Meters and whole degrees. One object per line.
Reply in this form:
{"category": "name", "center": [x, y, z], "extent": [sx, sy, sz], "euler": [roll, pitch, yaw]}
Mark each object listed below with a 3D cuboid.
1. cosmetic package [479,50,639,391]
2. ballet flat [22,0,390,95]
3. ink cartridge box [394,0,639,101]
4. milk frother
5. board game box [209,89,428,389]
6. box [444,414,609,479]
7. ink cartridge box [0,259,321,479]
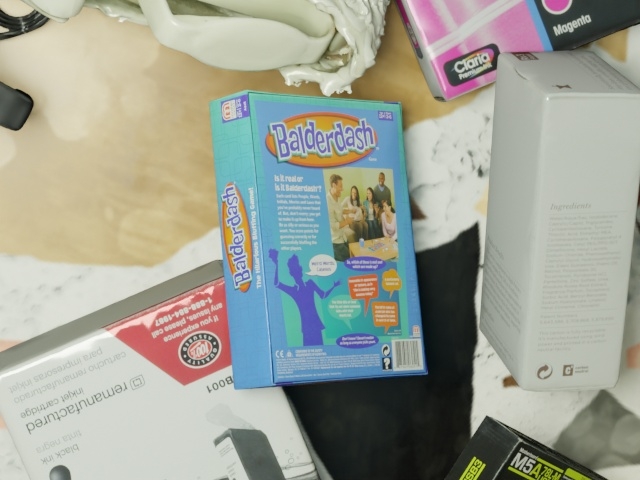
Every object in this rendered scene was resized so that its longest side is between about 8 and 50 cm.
{"category": "cosmetic package", "center": [0.178, -0.016, 1.358], "extent": [0.085, 0.117, 0.231], "euler": [-2, 113, -13]}
{"category": "ballet flat", "center": [-0.129, -0.201, 1.274], "extent": [0.408, 0.147, 0.147], "euler": [14, 94, -21]}
{"category": "ink cartridge box", "center": [0.102, -0.306, 1.377], "extent": [0.175, 0.069, 0.371], "euler": [-23, 96, -3]}
{"category": "milk frother", "center": [-0.258, -0.153, 1.312], "extent": [0.129, 0.135, 0.143], "euler": [9, 95, -8]}
{"category": "board game box", "center": [0.000, 0.000, 1.340], "extent": [0.160, 0.047, 0.210], "euler": [1, 82, -43]}
{"category": "box", "center": [0.138, 0.242, 1.394], "extent": [0.190, 0.045, 0.184], "euler": [29, 91, -47]}
{"category": "ink cartridge box", "center": [-0.106, 0.180, 1.375], "extent": [0.197, 0.114, 0.273], "euler": [-23, 99, -5]}
